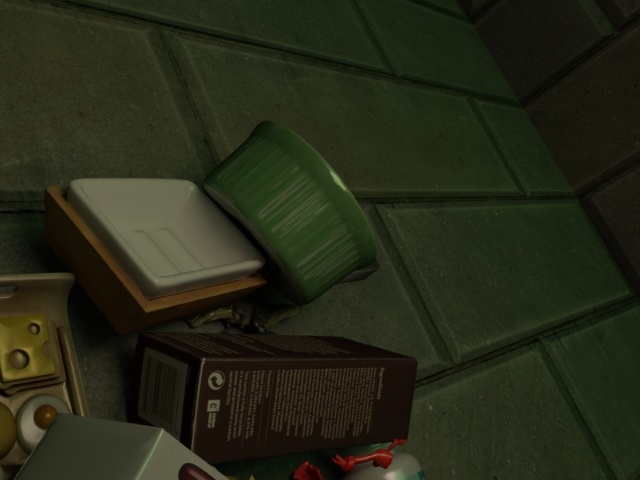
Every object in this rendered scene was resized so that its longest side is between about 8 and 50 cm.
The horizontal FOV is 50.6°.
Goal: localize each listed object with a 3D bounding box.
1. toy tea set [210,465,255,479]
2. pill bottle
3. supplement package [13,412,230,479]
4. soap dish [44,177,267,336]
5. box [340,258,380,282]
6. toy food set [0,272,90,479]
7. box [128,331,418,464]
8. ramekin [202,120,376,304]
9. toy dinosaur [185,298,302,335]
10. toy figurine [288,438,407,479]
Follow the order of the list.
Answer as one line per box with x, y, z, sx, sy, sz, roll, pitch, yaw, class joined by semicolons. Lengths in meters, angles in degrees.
-0.122;0.444;0.844;0.200;0.124;0.336;-29;103;-19;toy tea set
0.115;0.439;1.068;0.146;0.146;0.264;-2;62;-48;pill bottle
-0.233;0.325;0.662;0.145;0.204;0.261;50;51;-32;supplement package
-0.238;0.017;0.997;0.229;0.118;0.291;46;22;17;soap dish
0.000;0.000;1.385;0.231;0.056;0.183;-6;65;-49;box
-0.362;0.186;0.795;0.220;0.092;0.306;-1;68;-47;toy food set
-0.060;0.216;0.985;0.382;0.191;0.143;6;90;-38;box
-0.061;-0.035;1.139;0.148;0.303;0.303;-40;92;-14;ramekin
-0.098;0.148;1.157;0.268;0.064;0.118;7;49;-48;toy dinosaur
0.044;0.438;0.963;0.191;0.217;0.362;-24;99;-21;toy figurine
